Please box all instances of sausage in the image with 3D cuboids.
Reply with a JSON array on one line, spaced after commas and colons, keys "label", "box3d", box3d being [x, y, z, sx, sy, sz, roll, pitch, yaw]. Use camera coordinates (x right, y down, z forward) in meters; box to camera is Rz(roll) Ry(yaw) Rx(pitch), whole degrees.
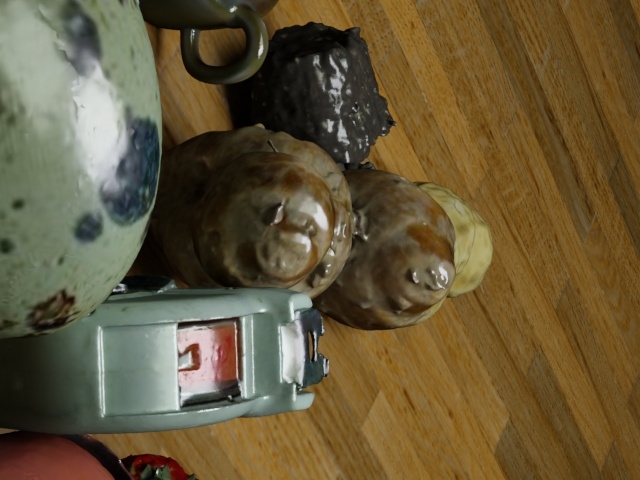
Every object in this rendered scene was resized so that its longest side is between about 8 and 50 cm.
[{"label": "sausage", "box3d": [-0.254, 0.230, 1.501, 0.280, 0.152, 0.152, -11, 97, -57]}]

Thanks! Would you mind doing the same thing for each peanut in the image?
[{"label": "peanut", "box3d": [0.098, 0.014, 2.087, 0.305, 0.147, 0.147, -29, 112, -59]}]

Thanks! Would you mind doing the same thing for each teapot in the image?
[{"label": "teapot", "box3d": [-0.083, -0.279, 1.782, 0.185, 0.175, 0.267, 2, 86, -55]}]

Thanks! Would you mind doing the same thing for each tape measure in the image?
[{"label": "tape measure", "box3d": [-0.157, 0.088, 1.573, 0.246, 0.243, 0.125, -1, 89, -57]}]

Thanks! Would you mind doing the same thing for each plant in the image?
[{"label": "plant", "box3d": [0.001, -0.111, 1.928, 0.131, 0.142, 0.203, -40, 133, -60]}]

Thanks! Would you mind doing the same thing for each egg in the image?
[{"label": "egg", "box3d": [-0.258, -0.108, 1.387, 0.287, 0.288, 0.379, -44, 110, -49]}]

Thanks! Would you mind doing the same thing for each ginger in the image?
[{"label": "ginger", "box3d": [0.000, 0.000, 1.787, 0.375, 0.256, 0.176, 16, 90, -45]}]

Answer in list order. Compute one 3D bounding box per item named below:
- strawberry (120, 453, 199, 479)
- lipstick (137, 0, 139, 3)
[{"label": "strawberry", "box3d": [-0.153, 0.255, 1.707, 0.131, 0.148, 0.131, 5, 72, -15]}, {"label": "lipstick", "box3d": [-0.251, -0.248, 1.550, 0.274, 0.061, 0.068, 37, 59, -50]}]
